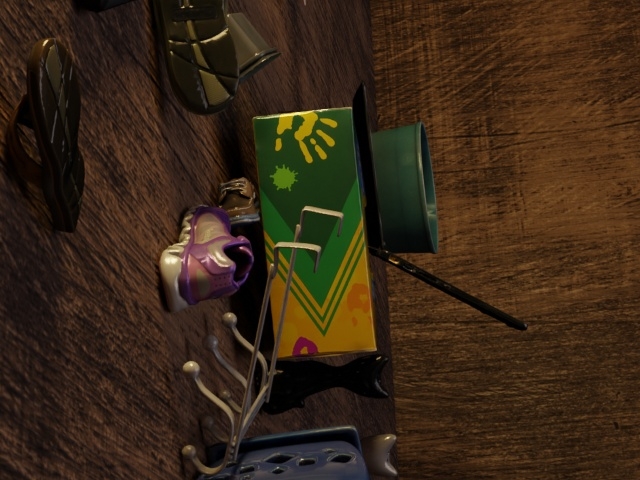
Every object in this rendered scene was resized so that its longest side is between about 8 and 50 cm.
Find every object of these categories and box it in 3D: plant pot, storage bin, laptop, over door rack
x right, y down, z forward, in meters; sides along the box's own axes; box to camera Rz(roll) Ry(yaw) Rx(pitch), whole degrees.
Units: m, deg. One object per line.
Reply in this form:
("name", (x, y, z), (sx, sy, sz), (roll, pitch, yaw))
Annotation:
("plant pot", (-0.035, 0.372, 1.720), (0.212, 0.236, 0.236), (-87, 167, -69))
("storage bin", (-0.131, -0.292, 2.026), (0.091, 0.098, 0.135), (55, 13, -3))
("laptop", (0.187, -0.054, 2.238), (0.236, 0.408, 0.382), (-62, -179, 1))
("over door rack", (-0.087, 0.111, 1.708), (0.239, 0.108, 0.324), (-59, 172, -75))
("plant pot", (0.098, -0.094, 2.717), (0.271, 0.255, 0.271), (-6, 90, -81))

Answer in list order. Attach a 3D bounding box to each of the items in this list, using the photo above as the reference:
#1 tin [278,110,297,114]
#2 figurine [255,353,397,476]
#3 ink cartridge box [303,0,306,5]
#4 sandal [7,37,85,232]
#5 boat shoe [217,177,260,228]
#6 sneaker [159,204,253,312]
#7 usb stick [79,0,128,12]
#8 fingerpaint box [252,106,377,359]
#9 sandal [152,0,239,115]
("tin", (-0.048, -0.192, 2.584), (0.190, 0.040, 0.106), (16, 73, -80))
("figurine", (0.016, 0.287, 2.116), (0.092, 0.210, 0.214), (-48, 131, -77))
("ink cartridge box", (-0.067, -0.635, 2.687), (0.239, 0.060, 0.275), (-78, 160, -59))
("sandal", (-0.256, -0.091, 1.228), (0.219, 0.060, 0.090), (95, 3, -54))
("boat shoe", (-0.127, -0.057, 1.960), (0.183, 0.066, 0.066), (-100, 178, -82))
("sneaker", (-0.133, 0.019, 1.725), (0.236, 0.105, 0.095), (-75, 156, -68))
("usb stick", (-0.229, -0.315, 1.547), (0.278, 0.045, 0.077), (-64, 146, -73))
("fingerpaint box", (0.000, 0.000, 2.183), (0.445, 0.163, 0.371), (66, 19, -86))
("sandal", (-0.174, -0.307, 1.757), (0.086, 0.120, 0.302), (147, -58, -69))
